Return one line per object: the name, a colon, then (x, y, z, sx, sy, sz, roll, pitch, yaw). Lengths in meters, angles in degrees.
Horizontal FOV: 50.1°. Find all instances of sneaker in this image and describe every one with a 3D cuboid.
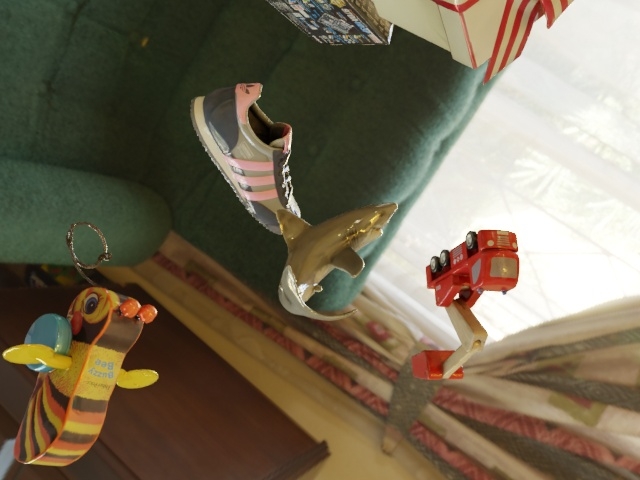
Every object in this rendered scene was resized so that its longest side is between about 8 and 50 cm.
sneaker: (-0.091, -0.133, 1.190, 0.319, 0.131, 0.112, 54, 26, -41)

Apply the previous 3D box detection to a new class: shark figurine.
shark figurine: (-0.022, 0.016, 0.835, 0.166, 0.116, 0.278, -24, -166, 30)

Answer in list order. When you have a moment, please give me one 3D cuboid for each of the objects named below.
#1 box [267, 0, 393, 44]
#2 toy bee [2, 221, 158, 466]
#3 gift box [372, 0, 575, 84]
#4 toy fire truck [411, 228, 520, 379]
box: (0.020, -0.453, 1.351, 0.220, 0.175, 0.051, 20, 81, -58)
toy bee: (-0.279, 0.119, 0.818, 0.195, 0.162, 0.298, -4, 88, -53)
gift box: (0.184, -0.378, 0.873, 0.276, 0.258, 0.255, -43, 136, -4)
toy fire truck: (0.157, 0.077, 0.756, 0.192, 0.047, 0.135, 132, -41, -64)
